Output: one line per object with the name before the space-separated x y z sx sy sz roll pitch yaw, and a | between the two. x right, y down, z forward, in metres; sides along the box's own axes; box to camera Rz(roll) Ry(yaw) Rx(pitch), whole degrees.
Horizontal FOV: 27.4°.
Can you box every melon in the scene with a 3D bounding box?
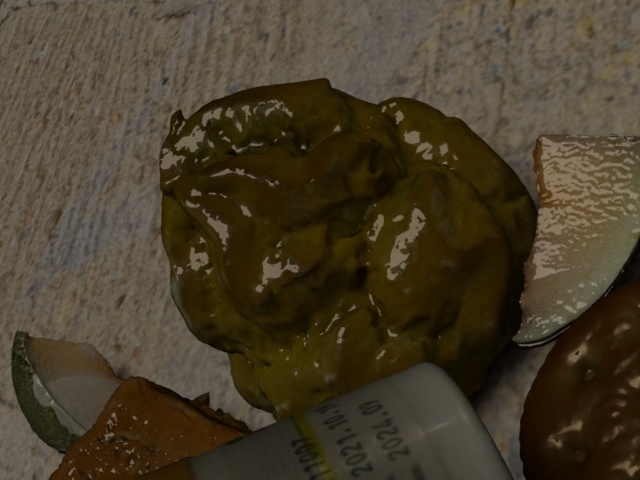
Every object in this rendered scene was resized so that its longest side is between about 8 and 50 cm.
melon | 0.201 0.002 0.992 0.097 0.054 0.182 5 65 13
melon | -0.282 0.148 1.396 0.093 0.140 0.202 -42 26 -26

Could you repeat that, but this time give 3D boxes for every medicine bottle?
medicine bottle | 0.012 0.222 0.810 0.231 0.238 0.238 -23 36 -6

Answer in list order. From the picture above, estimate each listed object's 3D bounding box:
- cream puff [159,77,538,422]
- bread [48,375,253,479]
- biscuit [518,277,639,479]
cream puff | 0.001 0.001 1.076 0.291 0.257 0.324 -33 38 31
bread | -0.084 0.235 1.091 0.185 0.109 0.380 -49 35 -16
biscuit | 0.231 0.119 0.866 0.220 0.066 0.220 -29 38 26
